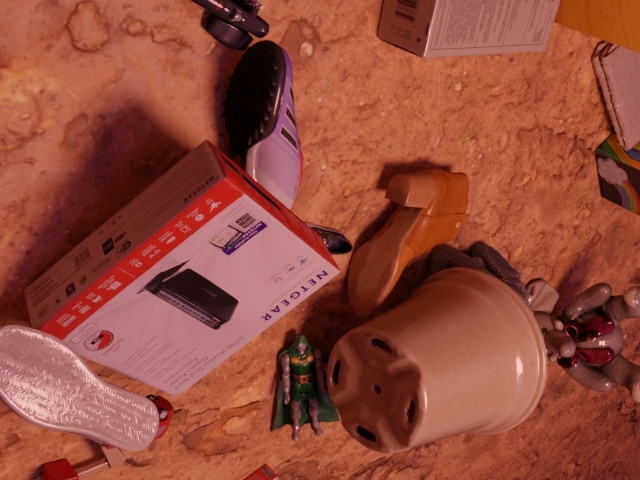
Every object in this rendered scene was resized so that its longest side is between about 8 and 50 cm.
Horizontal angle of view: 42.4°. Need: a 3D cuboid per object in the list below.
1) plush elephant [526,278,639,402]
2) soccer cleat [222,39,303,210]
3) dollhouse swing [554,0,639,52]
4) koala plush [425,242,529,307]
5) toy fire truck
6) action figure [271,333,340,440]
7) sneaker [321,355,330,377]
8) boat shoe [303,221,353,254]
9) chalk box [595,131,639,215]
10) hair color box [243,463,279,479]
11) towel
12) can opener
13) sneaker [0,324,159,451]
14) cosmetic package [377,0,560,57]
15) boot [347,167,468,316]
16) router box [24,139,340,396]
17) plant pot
[{"bbox_3d":[0.597,0.233,1.984,0.255,0.330,0.272,-5,99,-26],"label":"plush elephant"},{"bbox_3d":[-0.073,-0.142,1.204,0.116,0.108,0.318,-17,131,-36],"label":"soccer cleat"},{"bbox_3d":[0.650,-0.478,1.475,0.305,0.347,0.315,-33,135,-22],"label":"dollhouse swing"},{"bbox_3d":[0.307,0.150,1.716,0.196,0.203,0.221,-2,129,-42],"label":"koala plush"},{"bbox_3d":[-0.334,0.323,1.314,0.192,0.047,0.135,0,117,-44],"label":"toy fire truck"},{"bbox_3d":[-0.033,0.271,1.547,0.137,0.063,0.232,-10,121,-11],"label":"action figure"},{"bbox_3d":[0.055,0.300,1.643,0.081,0.080,0.211,-48,135,-6],"label":"sneaker"},{"bbox_3d":[0.000,0.000,1.417,0.142,0.040,0.049,5,113,-45],"label":"boat shoe"},{"bbox_3d":[0.811,-0.151,1.896,0.179,0.289,0.180,-43,138,-13],"label":"chalk box"},{"bbox_3d":[-0.145,0.512,1.624,0.141,0.043,0.072,-30,134,-24],"label":"hair color box"},{"bbox_3d":[0.691,-0.353,1.806,0.187,0.049,0.282,-42,128,-12],"label":"towel"},{"bbox_3d":[-0.138,-0.306,1.064,0.186,0.059,0.073,25,98,-49],"label":"can opener"},{"bbox_3d":[-0.371,0.198,1.105,0.292,0.169,0.108,48,57,-43],"label":"sneaker"},{"bbox_3d":[0.251,-0.391,1.338,0.309,0.113,0.160,-12,124,-39],"label":"cosmetic package"},{"bbox_3d":[0.177,0.006,1.545,0.211,0.104,0.295,0,115,-46],"label":"boot"},{"bbox_3d":[-0.184,0.056,1.170,0.335,0.082,0.301,-38,140,11],"label":"router box"},{"bbox_3d":[0.191,0.238,1.511,0.305,0.334,0.334,-12,124,-46],"label":"plant pot"}]
